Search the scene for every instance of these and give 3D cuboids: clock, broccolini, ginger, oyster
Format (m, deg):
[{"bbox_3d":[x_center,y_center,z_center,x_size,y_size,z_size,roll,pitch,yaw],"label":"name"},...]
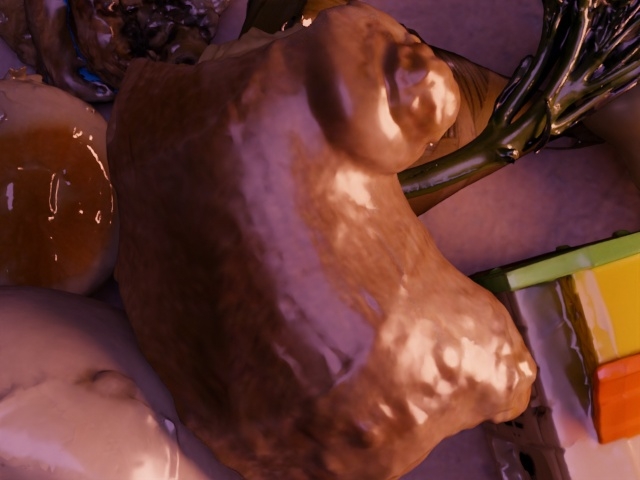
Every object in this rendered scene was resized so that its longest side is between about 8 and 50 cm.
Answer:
[{"bbox_3d":[0.168,0.131,0.688,0.106,0.220,0.255,-16,88,-9],"label":"clock"},{"bbox_3d":[0.087,-0.100,0.634,0.272,0.062,0.123,-24,90,1],"label":"broccolini"},{"bbox_3d":[0.000,0.000,0.569,0.276,0.130,0.221,41,102,2],"label":"ginger"},{"bbox_3d":[-0.158,-0.202,0.756,0.223,0.083,0.214,13,81,2],"label":"oyster"}]

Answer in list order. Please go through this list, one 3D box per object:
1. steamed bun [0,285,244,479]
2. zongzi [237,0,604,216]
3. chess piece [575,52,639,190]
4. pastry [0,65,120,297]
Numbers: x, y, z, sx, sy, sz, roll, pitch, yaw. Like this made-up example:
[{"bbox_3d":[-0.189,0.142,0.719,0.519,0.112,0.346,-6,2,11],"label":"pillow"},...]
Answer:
[{"bbox_3d":[-0.167,0.138,0.652,0.283,0.177,0.283,4,128,6],"label":"steamed bun"},{"bbox_3d":[0.034,-0.019,0.762,0.289,0.123,0.260,20,103,-34],"label":"zongzi"},{"bbox_3d":[0.277,-0.013,0.746,0.182,0.182,0.330,-13,93,-7],"label":"chess piece"},{"bbox_3d":[-0.198,-0.026,0.709,0.166,0.088,0.165,-1,92,-34],"label":"pastry"}]
